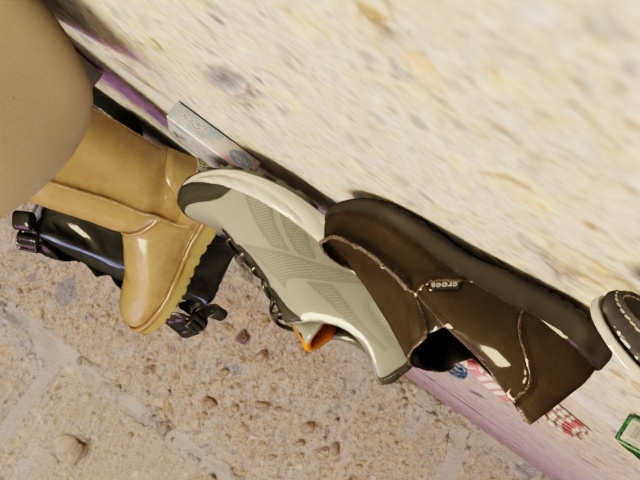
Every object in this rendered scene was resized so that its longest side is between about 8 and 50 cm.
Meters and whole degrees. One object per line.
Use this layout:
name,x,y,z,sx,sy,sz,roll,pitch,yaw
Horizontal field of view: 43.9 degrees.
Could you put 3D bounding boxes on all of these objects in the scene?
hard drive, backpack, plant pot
hard drive,-0.280,-0.169,1.053,0.094,0.022,0.135,37,174,-8
backpack,-0.252,-0.027,1.045,0.276,0.213,0.263,32,165,-24
plant pot,-0.329,-0.145,0.557,0.284,0.284,0.191,32,149,31

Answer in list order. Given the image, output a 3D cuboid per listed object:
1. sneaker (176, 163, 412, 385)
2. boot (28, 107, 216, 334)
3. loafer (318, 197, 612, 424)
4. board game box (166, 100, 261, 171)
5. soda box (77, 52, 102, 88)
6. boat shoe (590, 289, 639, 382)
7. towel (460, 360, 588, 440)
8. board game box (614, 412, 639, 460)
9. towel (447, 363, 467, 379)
sneaker,-0.023,0.021,0.660,0.271,0.108,0.100,28,171,26
boot,-0.249,-0.036,0.812,0.269,0.236,0.089,22,-159,-27
loafer,0.069,0.040,0.503,0.220,0.078,0.080,29,171,43
board game box,-0.099,-0.085,0.731,0.090,0.020,0.090,36,173,-6
soda box,-0.362,-0.220,0.775,0.286,0.098,0.091,39,171,-33
boat shoe,0.166,0.057,0.315,0.125,0.038,0.046,40,-144,6
towel,0.198,0.158,0.909,0.197,0.029,0.144,38,174,-22
board game box,0.355,0.232,0.639,0.259,0.030,0.136,40,175,-31
towel,0.060,0.086,1.082,0.285,0.034,0.209,38,174,-19
